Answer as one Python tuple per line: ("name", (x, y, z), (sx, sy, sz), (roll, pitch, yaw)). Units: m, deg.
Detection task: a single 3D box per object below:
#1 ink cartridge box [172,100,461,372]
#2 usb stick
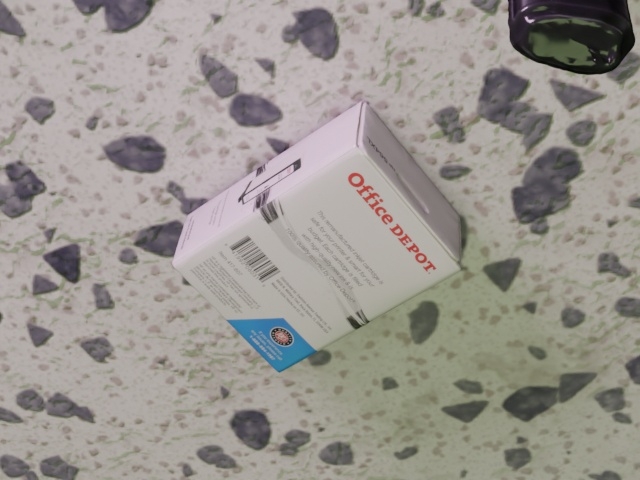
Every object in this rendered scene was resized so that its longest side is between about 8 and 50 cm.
("ink cartridge box", (0.000, 0.000, 1.168), (0.203, 0.086, 0.148), (-31, 115, 23))
("usb stick", (0.161, -0.189, 0.907), (0.077, 0.278, 0.045), (8, 124, 1))
